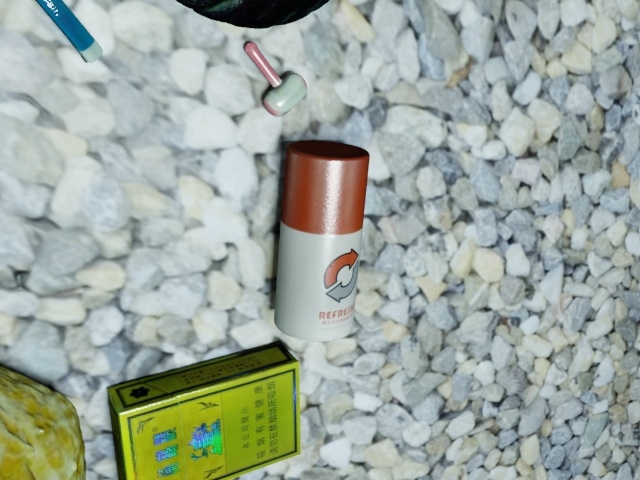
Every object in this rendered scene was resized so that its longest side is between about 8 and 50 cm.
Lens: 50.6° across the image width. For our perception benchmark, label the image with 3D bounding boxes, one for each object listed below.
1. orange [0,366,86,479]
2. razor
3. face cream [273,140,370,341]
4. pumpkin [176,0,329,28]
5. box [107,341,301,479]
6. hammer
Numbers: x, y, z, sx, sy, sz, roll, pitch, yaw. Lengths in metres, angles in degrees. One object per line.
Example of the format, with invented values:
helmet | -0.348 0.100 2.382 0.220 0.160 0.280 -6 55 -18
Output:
orange | -0.387 0.257 0.595 0.368 0.210 0.271 8 103 -35
razor | -0.254 -0.229 0.574 0.068 0.037 0.191 -44 125 -9
face cream | 0.000 0.000 0.779 0.095 0.096 0.214 -6 112 -28
pumpkin | -0.041 -0.299 0.542 0.248 0.248 0.248 -11 115 -26
box | -0.133 0.219 0.811 0.219 0.064 0.141 -13 116 -28
hammer | -0.052 -0.175 0.720 0.052 0.031 0.083 -46 119 -11
